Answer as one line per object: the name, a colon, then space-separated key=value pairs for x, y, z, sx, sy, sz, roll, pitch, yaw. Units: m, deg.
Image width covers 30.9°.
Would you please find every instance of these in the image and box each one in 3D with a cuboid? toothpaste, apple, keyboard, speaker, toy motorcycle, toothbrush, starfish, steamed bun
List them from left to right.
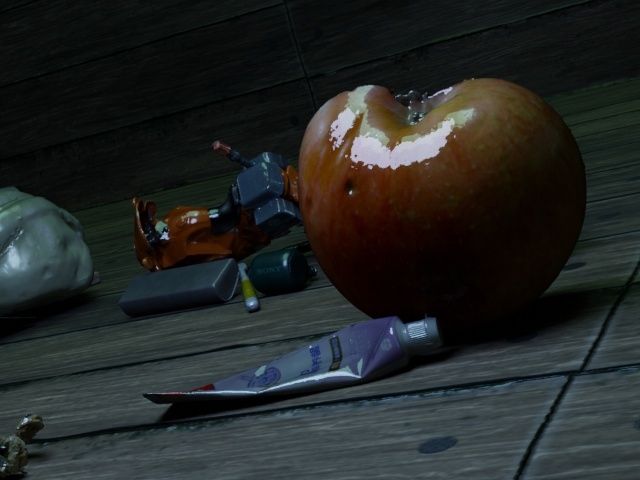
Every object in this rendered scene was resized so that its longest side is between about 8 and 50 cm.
starfish: x=-0.363 y=0.224 z=1.143 sx=0.210 sy=0.053 sz=0.150 roll=-18 pitch=-4 yaw=10
steamed bun: x=-0.580 y=0.017 z=2.026 sx=0.339 sy=0.247 sz=0.352 roll=-14 pitch=-3 yaw=-9
toy motorcycle: x=-0.171 y=-0.029 z=1.831 sx=0.326 sy=0.148 sz=0.221 roll=-30 pitch=-32 yaw=24
toothbrush: x=-0.107 y=0.070 z=1.690 sx=0.021 sy=0.024 sz=0.288 roll=-19 pitch=11 yaw=-4
speaker: x=-0.049 y=0.039 z=1.644 sx=0.075 sy=0.060 sz=0.094 roll=-9 pitch=11 yaw=32
toothpaste: x=-0.026 y=0.125 z=1.133 sx=0.301 sy=0.048 sz=0.075 roll=-16 pitch=13 yaw=15
keyboard: x=0.000 y=0.000 z=1.956 sx=0.195 sy=0.018 sz=0.060 roll=-18 pitch=2 yaw=-14
apple: x=0.112 y=-0.018 z=1.134 sx=0.293 sy=0.251 sz=0.163 roll=-12 pitch=34 yaw=18

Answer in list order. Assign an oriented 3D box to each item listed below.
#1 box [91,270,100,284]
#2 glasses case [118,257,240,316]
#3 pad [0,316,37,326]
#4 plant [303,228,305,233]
box: x=-0.474 y=0.077 z=2.261 sx=0.048 sy=0.025 sz=0.115 roll=-20 pitch=9 yaw=-34
glasses case: x=-0.212 y=0.071 z=1.734 sx=0.191 sy=0.042 sz=0.072 roll=-10 pitch=41 yaw=30
pad: x=-0.648 y=0.152 z=1.913 sx=0.300 sy=0.005 sz=0.202 roll=-14 pitch=-10 yaw=30
plant: x=0.036 y=-0.020 z=1.840 sx=0.085 sy=0.087 sz=0.174 roll=21 pitch=29 yaw=20
